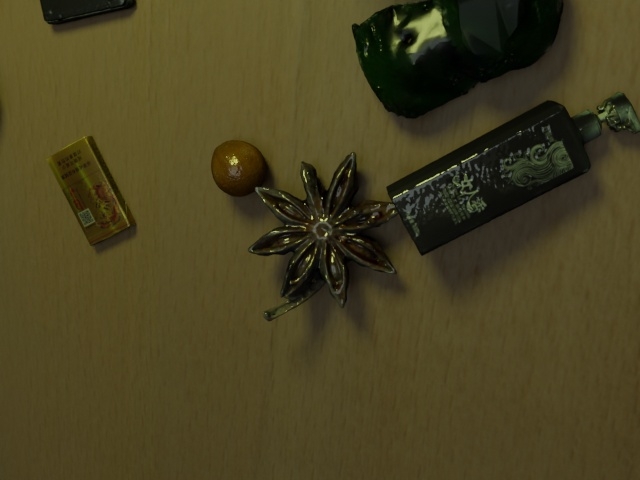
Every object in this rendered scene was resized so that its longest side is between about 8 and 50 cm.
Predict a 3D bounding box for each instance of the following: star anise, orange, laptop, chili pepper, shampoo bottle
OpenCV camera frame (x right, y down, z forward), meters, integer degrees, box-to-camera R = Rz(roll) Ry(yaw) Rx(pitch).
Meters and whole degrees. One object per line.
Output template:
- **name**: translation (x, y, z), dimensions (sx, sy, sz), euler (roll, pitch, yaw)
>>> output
- **star anise**: translation (-0.001, 0.000, 0.999), dimensions (0.230, 0.081, 0.263), euler (28, 99, 0)
- **orange**: translation (-0.117, -0.104, 1.016), dimensions (0.084, 0.085, 0.085), euler (4, 105, 16)
- **laptop**: translation (-0.356, -0.431, 1.031), dimensions (0.153, 0.026, 0.207), euler (-5, 102, 19)
- **chili pepper**: translation (0.170, -0.246, 0.867), dimensions (0.264, 0.116, 0.148), euler (-17, 101, 21)
- **shampoo bottle**: translation (0.241, -0.095, 0.895), dimensions (0.309, 0.071, 0.098), euler (-28, 101, 9)

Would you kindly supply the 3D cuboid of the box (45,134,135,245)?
- **box**: translation (-0.363, -0.077, 1.124), dimensions (0.089, 0.022, 0.156), euler (-25, 95, 22)
